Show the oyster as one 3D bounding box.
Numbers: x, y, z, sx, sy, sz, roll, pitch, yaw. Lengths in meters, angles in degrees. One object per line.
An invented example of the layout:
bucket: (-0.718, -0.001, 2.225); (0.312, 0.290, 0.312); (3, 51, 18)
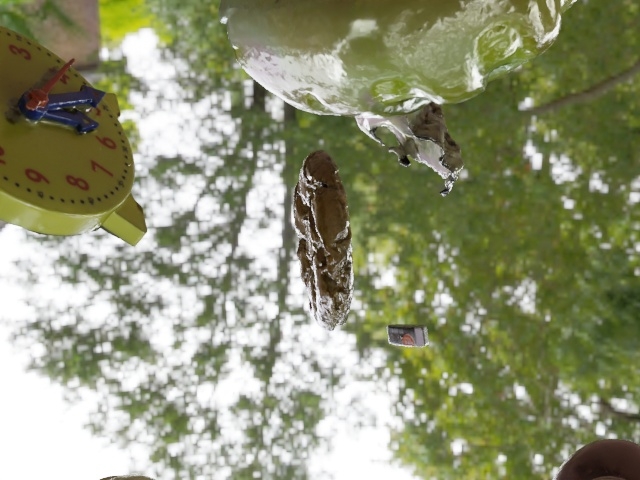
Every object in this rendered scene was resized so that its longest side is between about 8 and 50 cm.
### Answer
oyster: (0.078, -0.121, 1.002); (0.072, 0.133, 0.209); (-42, -159, -2)

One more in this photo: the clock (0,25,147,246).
clock: (-0.311, -0.131, 1.165); (0.293, 0.071, 0.277); (14, -138, -44)

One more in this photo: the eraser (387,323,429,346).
eraser: (0.107, 0.118, 1.361); (0.019, 0.027, 0.099); (-10, -178, -26)

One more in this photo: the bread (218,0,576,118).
bread: (0.070, -0.153, 0.730); (0.260, 0.158, 0.156); (-18, -154, 12)

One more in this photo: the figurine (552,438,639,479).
figurine: (0.336, 0.330, 1.254); (0.176, 0.186, 0.287); (-38, 164, 12)

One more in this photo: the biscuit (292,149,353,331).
biscuit: (0.000, 0.000, 1.294); (0.042, 0.226, 0.226); (-5, -160, -9)

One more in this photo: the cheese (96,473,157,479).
cheese: (-0.318, 0.507, 1.745); (0.127, 0.266, 0.233); (0, 166, 21)
